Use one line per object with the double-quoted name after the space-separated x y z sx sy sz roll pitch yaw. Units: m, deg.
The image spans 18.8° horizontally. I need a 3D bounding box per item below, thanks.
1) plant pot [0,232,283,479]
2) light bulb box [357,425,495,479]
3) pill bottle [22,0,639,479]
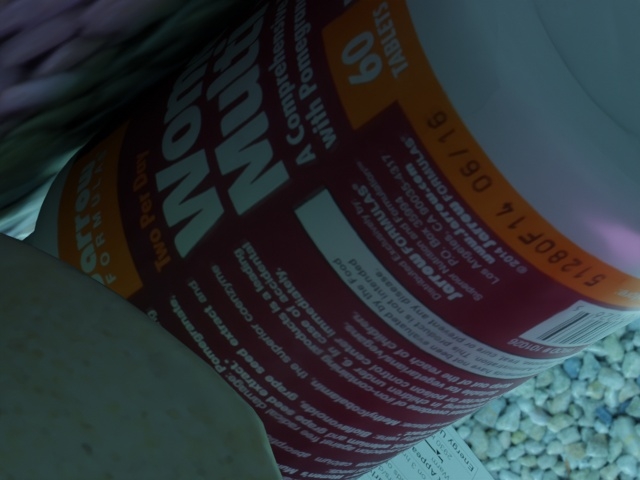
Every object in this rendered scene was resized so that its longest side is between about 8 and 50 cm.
-0.148 0.155 0.374 0.305 0.334 0.334 -41 -177 -43 "plant pot"
-0.015 0.291 1.407 0.225 0.358 0.361 -35 -172 33 "light bulb box"
0.000 0.000 0.516 0.221 0.121 0.121 -35 173 37 "pill bottle"
